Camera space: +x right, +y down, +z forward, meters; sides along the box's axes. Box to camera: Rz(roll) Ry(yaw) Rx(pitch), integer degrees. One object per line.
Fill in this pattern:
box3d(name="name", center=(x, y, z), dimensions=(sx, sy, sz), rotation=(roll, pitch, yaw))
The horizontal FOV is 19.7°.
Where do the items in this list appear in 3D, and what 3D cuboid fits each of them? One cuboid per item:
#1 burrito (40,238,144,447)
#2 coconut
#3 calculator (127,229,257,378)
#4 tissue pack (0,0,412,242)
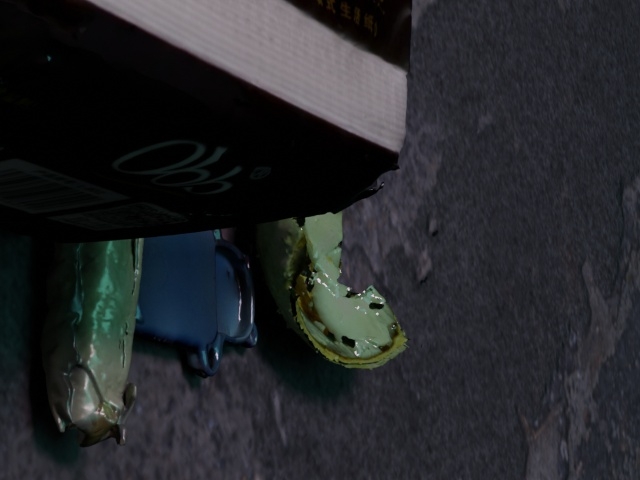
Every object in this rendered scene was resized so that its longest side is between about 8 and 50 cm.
box3d(name="burrito", center=(-0.103, 0.002, 0.836), dimensions=(0.045, 0.041, 0.185), rotation=(24, 63, -45))
box3d(name="coconut", center=(-0.003, -0.001, 1.006), dimensions=(0.133, 0.055, 0.158), rotation=(-21, 102, -64))
box3d(name="calculator", center=(-0.067, 0.020, 0.920), dimensions=(0.141, 0.019, 0.094), rotation=(22, 63, -61))
box3d(name="tissue pack", center=(-0.125, -0.121, 0.648), dimensions=(0.370, 0.210, 0.198), rotation=(25, 58, -59))
